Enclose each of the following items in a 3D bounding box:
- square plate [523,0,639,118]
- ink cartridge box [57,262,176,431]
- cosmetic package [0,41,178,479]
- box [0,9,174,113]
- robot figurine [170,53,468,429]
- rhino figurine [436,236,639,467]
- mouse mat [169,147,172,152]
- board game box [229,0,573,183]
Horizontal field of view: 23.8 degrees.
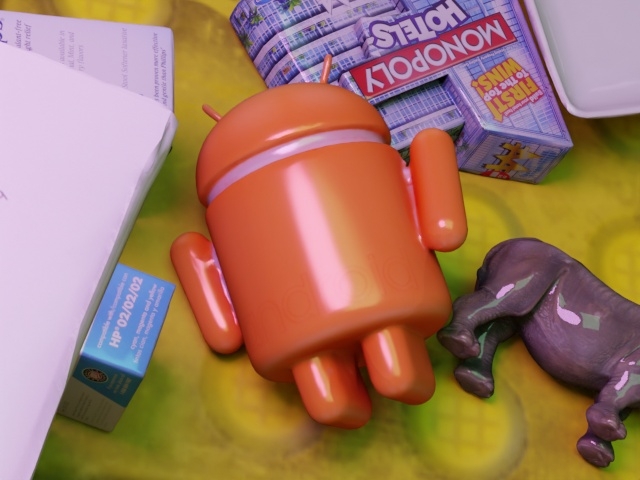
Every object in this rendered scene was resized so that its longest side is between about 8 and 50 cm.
[{"bbox_3d":[0.253,-0.241,1.126,0.347,0.049,0.344,-6,68,-30],"label":"square plate"},{"bbox_3d":[-0.182,0.035,0.839,0.181,0.104,0.061,21,61,-8],"label":"ink cartridge box"},{"bbox_3d":[-0.198,0.088,0.651,0.156,0.385,0.217,22,63,-7],"label":"cosmetic package"},{"bbox_3d":[-0.163,-0.071,0.884,0.137,0.126,0.072,4,67,-16],"label":"box"},{"bbox_3d":[0.002,-0.001,0.903,0.128,0.158,0.219,-7,70,-36],"label":"robot figurine"},{"bbox_3d":[0.192,0.084,0.961,0.243,0.073,0.106,31,63,-4],"label":"rhino figurine"},{"bbox_3d":[-0.187,-0.026,0.839,0.189,0.152,0.007,-5,75,-20],"label":"mouse mat"},{"bbox_3d":[0.071,-0.114,1.020,0.194,0.060,0.194,-24,75,-26],"label":"board game box"}]
